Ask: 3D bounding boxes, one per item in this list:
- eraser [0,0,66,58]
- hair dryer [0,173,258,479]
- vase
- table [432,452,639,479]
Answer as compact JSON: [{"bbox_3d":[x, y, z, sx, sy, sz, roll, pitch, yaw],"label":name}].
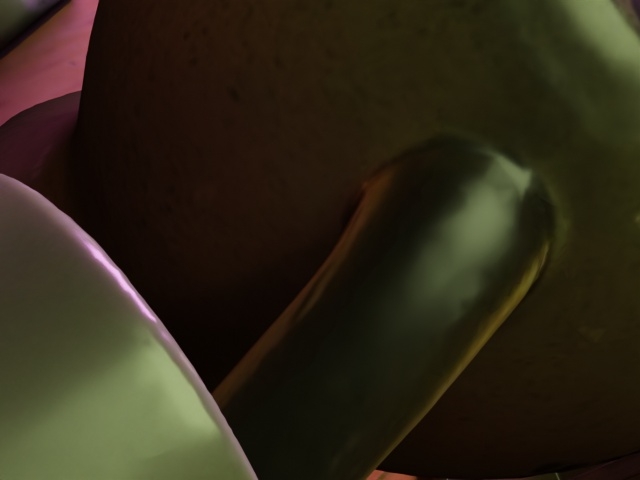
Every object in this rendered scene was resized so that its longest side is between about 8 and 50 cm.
[{"bbox_3d":[-0.183,-0.199,0.707,0.290,0.104,0.189,50,22,-9],"label":"eraser"},{"bbox_3d":[-0.189,0.019,0.441,0.203,0.128,0.362,-33,55,-21],"label":"hair dryer"},{"bbox_3d":[0.000,0.000,0.603,0.241,0.302,0.329,47,40,-14],"label":"vase"},{"bbox_3d":[0.182,0.070,0.801,0.167,0.227,0.167,27,49,-35],"label":"table"}]
